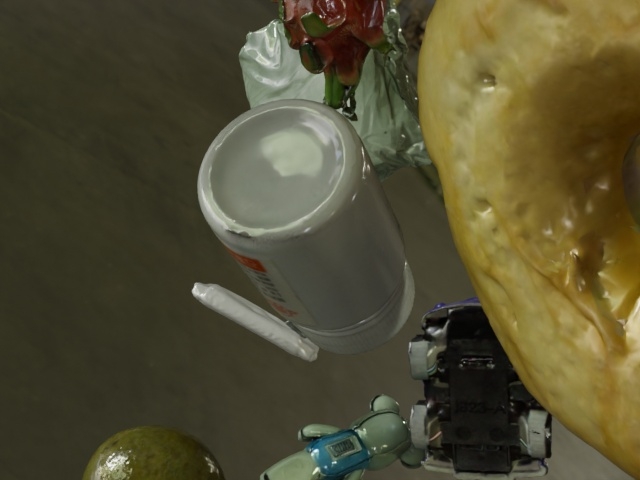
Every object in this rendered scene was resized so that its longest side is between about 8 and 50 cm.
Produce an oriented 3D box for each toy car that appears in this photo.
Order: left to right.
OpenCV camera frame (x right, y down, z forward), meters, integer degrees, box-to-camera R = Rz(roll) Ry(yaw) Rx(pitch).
[{"bbox_3d":[0.208,0.177,1.271,0.172,0.235,0.158,-1,15,14],"label":"toy car"}]

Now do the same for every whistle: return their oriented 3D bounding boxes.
[{"bbox_3d":[0.027,0.284,1.303,0.235,0.077,0.114,-17,64,-30],"label":"whistle"}]

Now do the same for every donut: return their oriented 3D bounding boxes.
[{"bbox_3d":[0.241,-0.043,0.574,0.198,0.449,0.449,-25,58,-34],"label":"donut"}]

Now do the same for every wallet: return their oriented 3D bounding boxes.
[{"bbox_3d":[-0.083,0.106,1.328,0.183,0.032,0.124,28,-1,9],"label":"wallet"}]

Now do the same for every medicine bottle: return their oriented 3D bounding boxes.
[{"bbox_3d":[0.000,0.000,0.867,0.144,0.144,0.252,49,-4,34],"label":"medicine bottle"}]

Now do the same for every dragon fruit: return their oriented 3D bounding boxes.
[{"bbox_3d":[0.020,-0.244,1.103,0.135,0.236,0.137,-13,15,-13],"label":"dragon fruit"}]

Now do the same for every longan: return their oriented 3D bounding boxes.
[{"bbox_3d":[-0.179,0.277,1.043,0.154,0.145,0.176,21,46,20],"label":"longan"}]

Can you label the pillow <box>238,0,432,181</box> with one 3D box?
[{"bbox_3d":[0.020,-0.200,1.362,0.138,0.283,0.310,-7,79,-47],"label":"pillow"}]
